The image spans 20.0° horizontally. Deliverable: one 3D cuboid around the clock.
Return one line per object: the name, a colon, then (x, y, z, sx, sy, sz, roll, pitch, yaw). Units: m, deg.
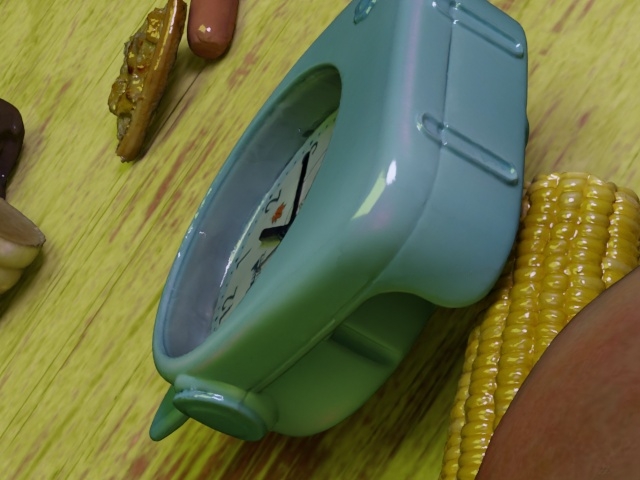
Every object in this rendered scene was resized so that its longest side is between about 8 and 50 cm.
clock: (0.000, 0.000, 0.959, 0.274, 0.094, 0.223, -47, 21, 39)

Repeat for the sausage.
sausage: (-0.073, -0.164, 1.257, 0.034, 0.034, 0.083, -19, 48, 34)

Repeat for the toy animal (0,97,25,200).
toy animal: (-0.306, -0.073, 1.382, 0.214, 0.094, 0.186, -10, 58, 31)

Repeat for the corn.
corn: (0.105, 0.081, 0.833, 0.093, 0.093, 0.244, -15, 50, 37)

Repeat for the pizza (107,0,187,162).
pizza: (-0.129, -0.118, 1.268, 0.123, 0.026, 0.108, -70, 22, 5)

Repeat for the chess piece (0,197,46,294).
chess piece: (-0.278, 0.060, 1.252, 0.200, 0.090, 0.090, -58, 37, 10)

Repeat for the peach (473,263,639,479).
peach: (0.181, 0.118, 0.601, 0.292, 0.247, 0.292, -9, 56, 13)
